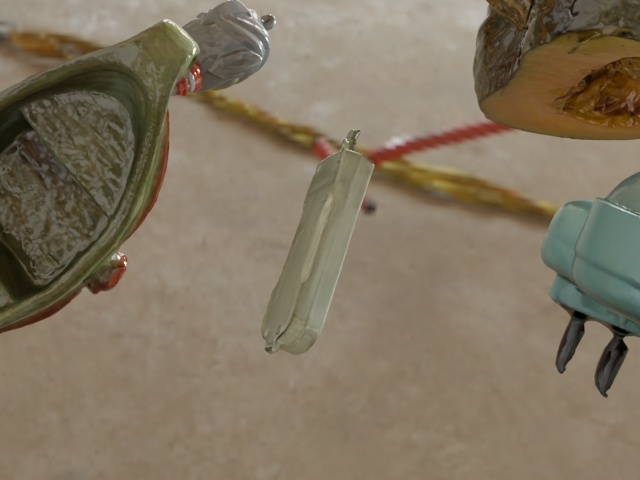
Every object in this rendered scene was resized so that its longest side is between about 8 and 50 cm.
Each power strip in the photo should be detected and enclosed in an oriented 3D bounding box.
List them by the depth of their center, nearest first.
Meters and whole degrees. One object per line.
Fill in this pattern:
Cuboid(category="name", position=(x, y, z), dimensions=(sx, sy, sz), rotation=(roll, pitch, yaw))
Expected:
Cuboid(category="power strip", position=(0.000, 0.000, 1.187), dimensions=(0.030, 0.047, 0.191), rotation=(29, 64, -21))

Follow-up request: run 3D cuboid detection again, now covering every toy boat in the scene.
Cuboid(category="toy boat", position=(-0.110, -0.014, 0.614), dimensions=(0.089, 0.185, 0.071), rotation=(48, 11, 2))

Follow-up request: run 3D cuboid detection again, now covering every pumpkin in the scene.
Cuboid(category="pumpkin", position=(0.218, -0.178, 1.327), dimensions=(0.222, 0.139, 0.317), rotation=(10, -9, -10))

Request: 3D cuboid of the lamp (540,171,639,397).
Cuboid(category="lamp", position=(0.252, 0.027, 1.061), dimensions=(0.209, 0.147, 0.284), rotation=(24, -14, -24))

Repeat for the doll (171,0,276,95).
Cuboid(category="doll", position=(-0.106, -0.162, 1.434), dimensions=(0.094, 0.079, 0.180), rotation=(23, 38, 36))
